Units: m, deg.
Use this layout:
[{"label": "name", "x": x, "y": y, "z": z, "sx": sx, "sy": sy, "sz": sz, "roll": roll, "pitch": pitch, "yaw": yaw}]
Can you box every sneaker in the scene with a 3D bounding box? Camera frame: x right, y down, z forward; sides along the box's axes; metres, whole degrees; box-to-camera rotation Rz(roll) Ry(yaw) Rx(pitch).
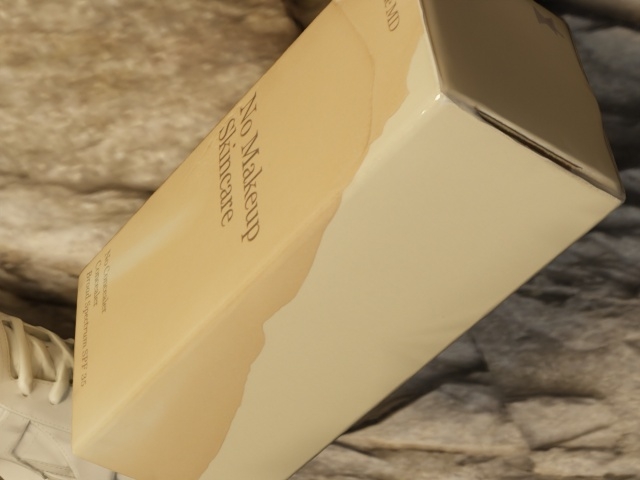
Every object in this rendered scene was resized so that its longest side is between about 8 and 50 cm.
[{"label": "sneaker", "x": -0.160, "y": 0.088, "z": 0.895, "sx": 0.152, "sy": 0.114, "sz": 0.305, "roll": -28, "pitch": 141, "yaw": 10}]

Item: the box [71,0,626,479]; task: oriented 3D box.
[{"label": "box", "x": 0.000, "y": 0.000, "z": 0.782, "sx": 0.121, "sy": 0.148, "sz": 0.311, "roll": 26, "pitch": 126, "yaw": -29}]
